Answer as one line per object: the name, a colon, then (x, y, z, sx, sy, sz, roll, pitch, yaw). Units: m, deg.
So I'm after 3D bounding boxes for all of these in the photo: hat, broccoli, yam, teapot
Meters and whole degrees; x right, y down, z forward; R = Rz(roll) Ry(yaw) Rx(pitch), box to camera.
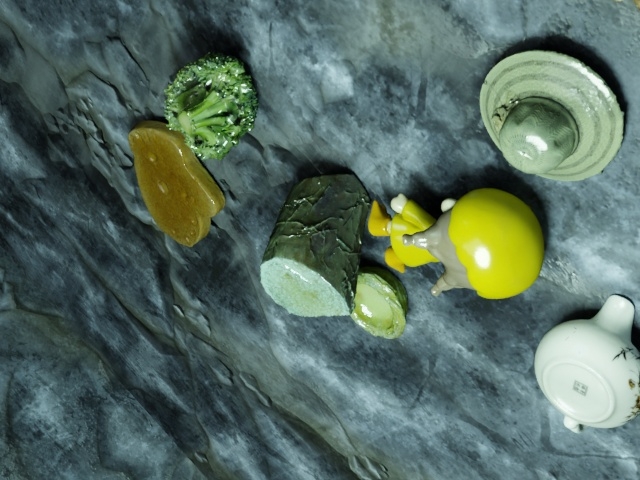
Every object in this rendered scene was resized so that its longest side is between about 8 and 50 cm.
hat: (0.345, -0.166, 1.298, 0.252, 0.110, 0.252, 27, 144, 22)
broccoli: (-0.228, -0.286, 1.720, 0.198, 0.176, 0.226, 39, 163, -6)
yam: (-0.005, -0.003, 1.674, 0.202, 0.271, 0.201, -11, 131, 40)
teapot: (0.498, 0.251, 1.504, 0.208, 0.166, 0.299, 19, 140, 22)

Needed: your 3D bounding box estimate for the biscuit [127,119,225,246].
biscuit: (-0.351, -0.138, 2.046, 0.287, 0.057, 0.343, 15, 130, 35)

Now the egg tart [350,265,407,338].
egg tart: (0.120, 0.130, 1.806, 0.197, 0.078, 0.197, 27, 139, 27)

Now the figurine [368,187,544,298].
figurine: (0.248, 0.004, 1.507, 0.344, 0.187, 0.215, 1, 145, 48)

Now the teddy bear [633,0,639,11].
teddy bear: (0.451, -0.365, 0.981, 0.222, 0.246, 0.296, 45, -169, -44)
